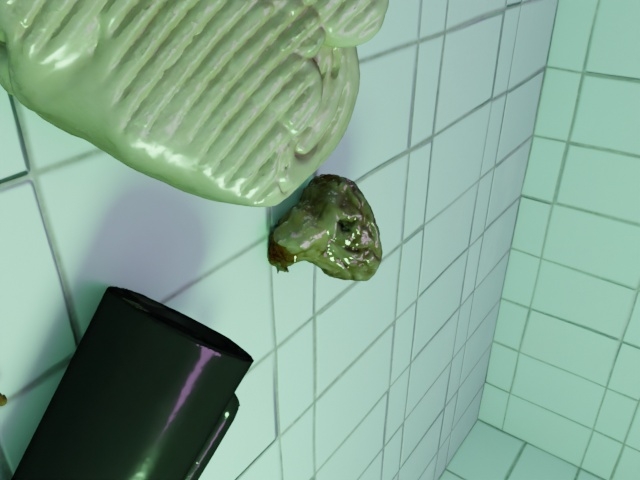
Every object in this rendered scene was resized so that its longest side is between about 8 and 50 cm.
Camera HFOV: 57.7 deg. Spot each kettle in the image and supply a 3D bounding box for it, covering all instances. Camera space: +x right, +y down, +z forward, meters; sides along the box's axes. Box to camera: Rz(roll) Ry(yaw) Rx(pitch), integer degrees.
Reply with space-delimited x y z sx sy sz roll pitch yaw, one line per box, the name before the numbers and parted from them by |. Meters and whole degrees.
kettle | -0.241 0.240 0.748 0.308 0.203 0.262 -63 174 -6

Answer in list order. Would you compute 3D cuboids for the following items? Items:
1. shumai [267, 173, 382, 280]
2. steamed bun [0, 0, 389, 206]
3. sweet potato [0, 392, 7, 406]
shumai | 0.000 0.000 1.009 0.175 0.166 0.206 -32 109 -34
steamed bun | -0.124 -0.228 0.579 0.367 0.255 0.342 41 90 -28
sweet potato | -0.391 0.143 0.565 0.068 0.060 0.206 -33 152 12
